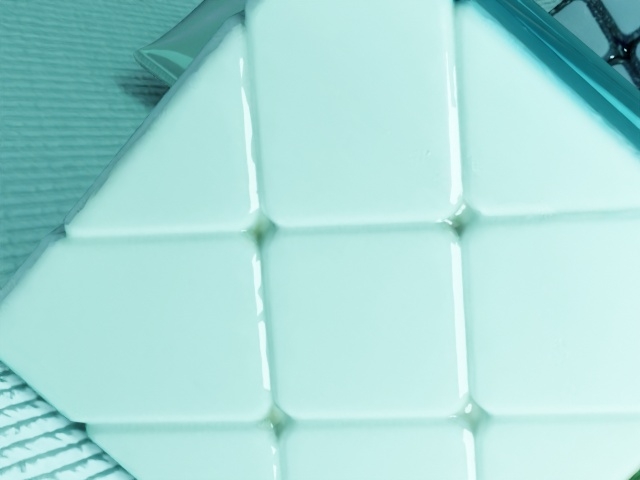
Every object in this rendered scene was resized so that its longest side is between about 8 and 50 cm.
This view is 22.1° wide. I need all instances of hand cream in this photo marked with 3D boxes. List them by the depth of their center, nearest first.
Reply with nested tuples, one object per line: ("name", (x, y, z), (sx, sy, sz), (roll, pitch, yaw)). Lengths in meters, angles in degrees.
("hand cream", (-0.068, -0.175, 1.572), (0.185, 0.118, 0.359), (40, 22, -11))

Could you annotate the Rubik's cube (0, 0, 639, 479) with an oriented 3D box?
("Rubik's cube", (0.048, 0.008, 0.975), (0.322, 0.319, 0.316), (41, 16, 0))

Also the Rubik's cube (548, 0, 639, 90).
("Rubik's cube", (0.313, -0.004, 1.459), (0.344, 0.343, 0.337), (26, 32, -49))

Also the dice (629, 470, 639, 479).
("dice", (0.372, 0.224, 1.122), (0.330, 0.322, 0.318), (42, 17, 10))
